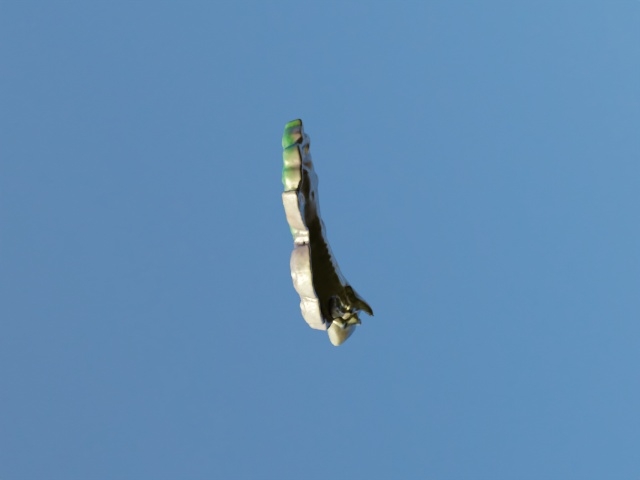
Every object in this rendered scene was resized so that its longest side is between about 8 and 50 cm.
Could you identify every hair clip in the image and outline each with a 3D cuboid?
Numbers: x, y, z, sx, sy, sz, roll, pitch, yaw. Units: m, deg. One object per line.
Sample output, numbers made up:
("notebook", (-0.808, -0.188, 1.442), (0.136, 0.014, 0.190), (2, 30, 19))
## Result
("hair clip", (0.002, -0.001, 1.282), (0.052, 0.124, 0.195), (-11, -58, 4))
